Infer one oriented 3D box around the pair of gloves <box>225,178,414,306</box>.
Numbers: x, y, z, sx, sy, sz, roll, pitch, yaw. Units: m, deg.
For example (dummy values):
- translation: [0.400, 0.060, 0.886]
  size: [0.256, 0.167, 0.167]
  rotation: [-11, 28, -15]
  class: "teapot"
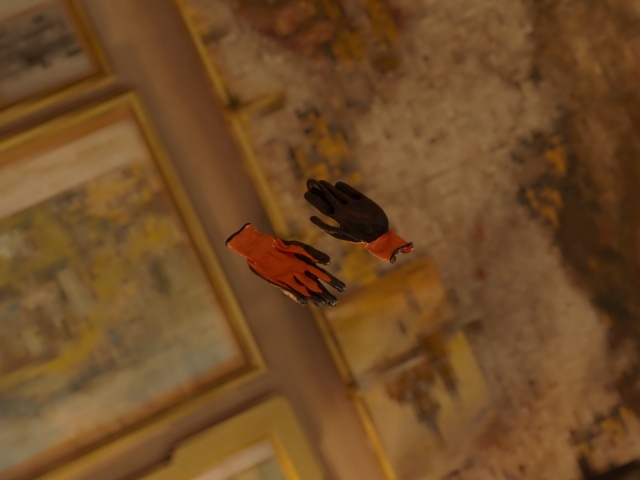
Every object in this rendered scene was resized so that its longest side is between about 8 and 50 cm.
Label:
- translation: [0.000, 0.000, 0.968]
  size: [0.083, 0.074, 0.010]
  rotation: [-35, 146, -30]
  class: "pair of gloves"
